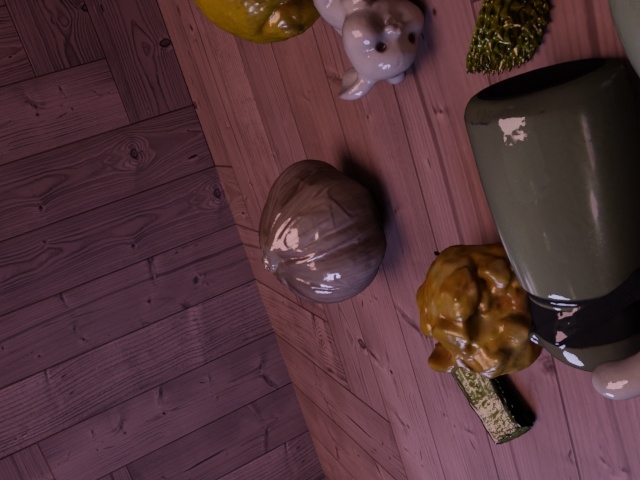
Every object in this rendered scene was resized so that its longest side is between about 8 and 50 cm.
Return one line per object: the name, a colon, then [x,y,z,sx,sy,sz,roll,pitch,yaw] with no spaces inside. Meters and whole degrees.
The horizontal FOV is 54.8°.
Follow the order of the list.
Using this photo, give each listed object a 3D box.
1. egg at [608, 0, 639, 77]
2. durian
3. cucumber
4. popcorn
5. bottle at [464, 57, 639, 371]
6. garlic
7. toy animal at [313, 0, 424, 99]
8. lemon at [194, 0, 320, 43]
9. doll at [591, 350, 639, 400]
egg: [0.308,-0.157,0.393,0.283,0.203,0.203,62,160,18]
durian: [0.209,-0.270,0.730,0.215,0.086,0.100,93,162,-55]
cucumber: [0.296,0.255,1.116,0.078,0.062,0.211,-49,53,31]
popcorn: [0.245,0.106,0.914,0.253,0.190,0.191,124,152,-79]
bottle: [0.283,-0.015,0.691,0.168,0.168,0.347,21,136,64]
garlic: [0.000,0.000,1.304,0.317,0.259,0.317,162,90,-72]
toy animal: [0.069,-0.329,0.950,0.193,0.127,0.178,65,163,3]
lemon: [-0.113,-0.491,1.046,0.316,0.285,0.285,48,154,38]
doll: [0.426,0.106,0.512,0.311,0.159,0.243,-67,31,33]
